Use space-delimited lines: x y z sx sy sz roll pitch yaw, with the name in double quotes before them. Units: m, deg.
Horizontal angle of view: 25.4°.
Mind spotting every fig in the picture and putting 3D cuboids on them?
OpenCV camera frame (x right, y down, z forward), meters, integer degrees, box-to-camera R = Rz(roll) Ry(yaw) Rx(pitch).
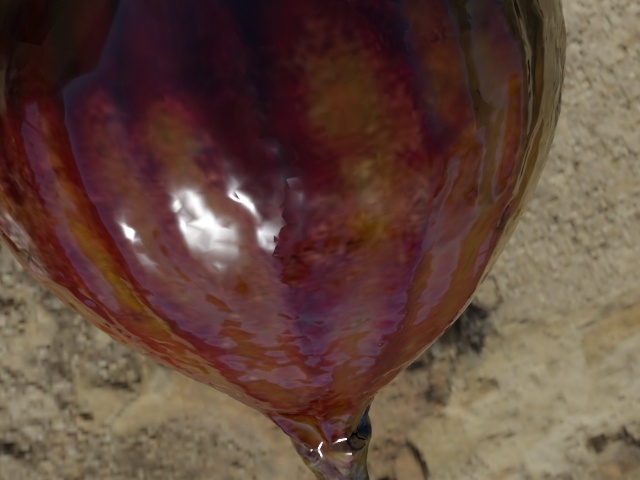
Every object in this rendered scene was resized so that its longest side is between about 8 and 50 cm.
"fig" 0.000 0.000 0.508 0.216 0.217 0.321 -17 118 1
